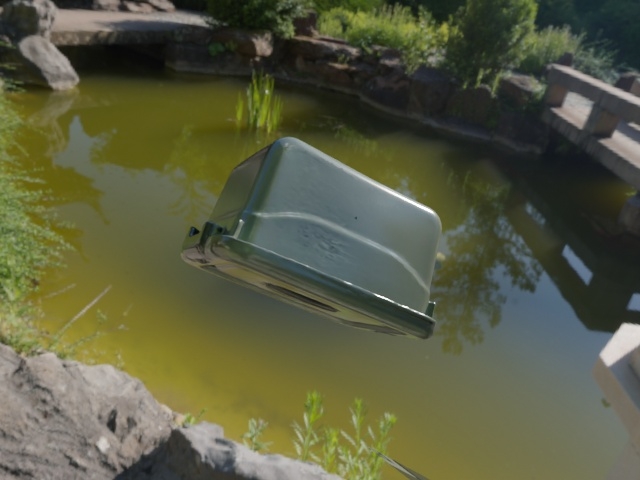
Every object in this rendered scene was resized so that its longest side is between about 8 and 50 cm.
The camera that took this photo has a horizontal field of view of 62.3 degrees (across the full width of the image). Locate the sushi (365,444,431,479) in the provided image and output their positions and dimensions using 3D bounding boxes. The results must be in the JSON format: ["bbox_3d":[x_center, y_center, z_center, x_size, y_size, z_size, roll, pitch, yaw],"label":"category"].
[{"bbox_3d":[0.215,0.379,0.539,0.296,0.100,0.373,37,-13,-27],"label":"sushi"}]

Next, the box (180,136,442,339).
[{"bbox_3d":[0.000,0.000,0.381,0.172,0.093,0.124,25,-14,-24],"label":"box"}]
